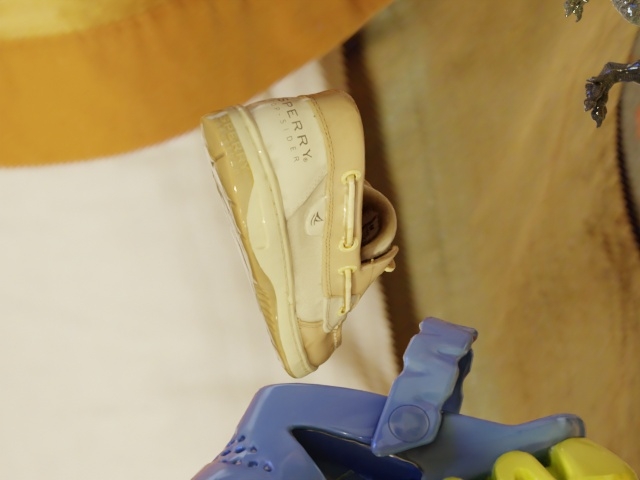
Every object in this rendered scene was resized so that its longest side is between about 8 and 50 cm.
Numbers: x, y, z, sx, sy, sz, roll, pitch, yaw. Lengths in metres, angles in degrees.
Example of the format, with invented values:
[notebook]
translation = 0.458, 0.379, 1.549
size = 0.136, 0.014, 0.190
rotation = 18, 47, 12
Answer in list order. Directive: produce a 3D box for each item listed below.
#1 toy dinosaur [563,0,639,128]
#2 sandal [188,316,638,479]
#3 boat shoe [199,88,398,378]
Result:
[toy dinosaur]
translation = 0.233, -0.147, 1.332
size = 0.118, 0.064, 0.268
rotation = -14, 71, 24
[sandal]
translation = -0.008, 0.133, 0.960
size = 0.126, 0.317, 0.138
rotation = 101, 149, -58
[boat shoe]
translation = 0.000, 0.000, 0.692
size = 0.059, 0.170, 0.063
rotation = -20, 66, -4
